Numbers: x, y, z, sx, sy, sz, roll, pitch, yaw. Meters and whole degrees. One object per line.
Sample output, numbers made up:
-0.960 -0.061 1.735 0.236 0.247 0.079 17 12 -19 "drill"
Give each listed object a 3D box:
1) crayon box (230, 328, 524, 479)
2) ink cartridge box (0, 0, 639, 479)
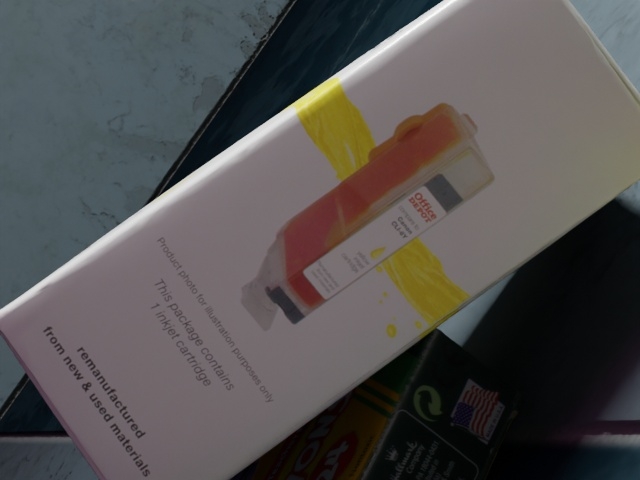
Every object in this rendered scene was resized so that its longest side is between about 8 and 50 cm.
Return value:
-0.018 0.196 1.257 0.318 0.081 0.202 -34 22 55 "crayon box"
0.000 0.000 1.212 0.384 0.160 0.279 -35 1 -5 "ink cartridge box"
